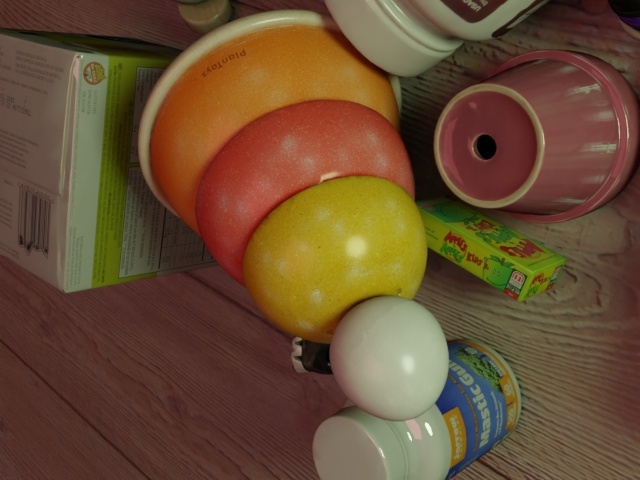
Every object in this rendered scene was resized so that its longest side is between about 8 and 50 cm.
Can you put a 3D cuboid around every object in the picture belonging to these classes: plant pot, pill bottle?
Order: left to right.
[{"bbox_3d":[0.121,0.226,0.955,0.152,0.272,0.152,11,107,40],"label":"pill bottle"},{"bbox_3d":[0.191,-0.354,0.800,0.392,0.224,0.224,-32,78,41],"label":"pill bottle"},{"bbox_3d":[0.227,-0.110,0.851,0.201,0.180,0.201,11,107,39],"label":"plant pot"}]

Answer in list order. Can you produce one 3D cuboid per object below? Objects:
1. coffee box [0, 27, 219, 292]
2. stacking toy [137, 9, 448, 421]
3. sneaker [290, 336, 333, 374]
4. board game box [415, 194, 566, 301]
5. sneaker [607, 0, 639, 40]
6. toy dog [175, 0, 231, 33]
[{"bbox_3d":[-0.343,-0.148,1.245,0.337,0.334,0.338,22,111,38],"label":"coffee box"},{"bbox_3d":[0.000,0.000,0.874,0.350,0.350,0.480,-57,40,34],"label":"stacking toy"},{"bbox_3d":[0.008,0.101,1.165,0.106,0.078,0.234,11,110,37],"label":"sneaker"},{"bbox_3d":[0.200,0.005,0.958,0.181,0.092,0.043,33,118,32],"label":"board game box"},{"bbox_3d":[0.384,-0.284,0.665,0.293,0.146,0.102,-32,66,29],"label":"sneaker"},{"bbox_3d":[-0.257,-0.480,1.209,0.333,0.161,0.220,37,168,-3],"label":"toy dog"}]
